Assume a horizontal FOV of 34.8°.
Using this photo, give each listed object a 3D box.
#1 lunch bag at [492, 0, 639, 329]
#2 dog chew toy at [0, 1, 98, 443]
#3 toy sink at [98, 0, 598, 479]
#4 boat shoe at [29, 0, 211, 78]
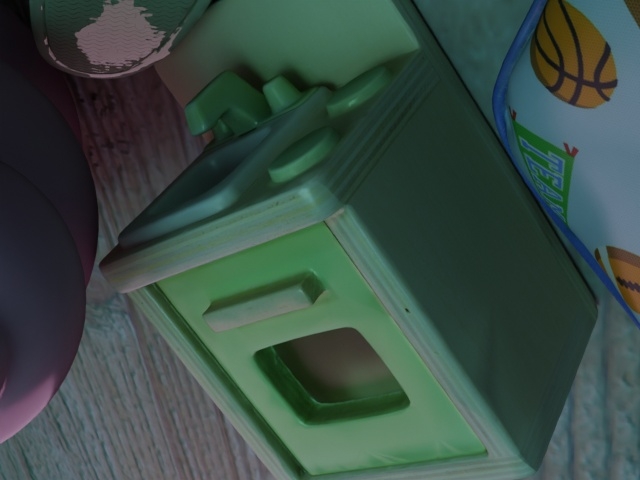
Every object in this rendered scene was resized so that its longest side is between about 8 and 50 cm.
[{"bbox_3d":[0.179,-0.032,0.278,0.243,0.115,0.303,53,160,16],"label":"lunch bag"},{"bbox_3d":[-0.198,-0.013,0.479,0.332,0.206,0.207,43,156,56],"label":"dog chew toy"},{"bbox_3d":[0.000,0.000,0.490,0.152,0.131,0.234,-19,114,40],"label":"toy sink"},{"bbox_3d":[-0.078,-0.165,0.451,0.084,0.079,0.233,7,142,-19],"label":"boat shoe"}]
